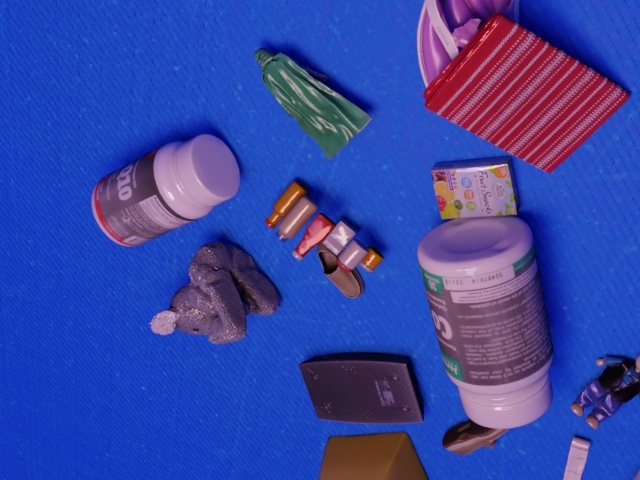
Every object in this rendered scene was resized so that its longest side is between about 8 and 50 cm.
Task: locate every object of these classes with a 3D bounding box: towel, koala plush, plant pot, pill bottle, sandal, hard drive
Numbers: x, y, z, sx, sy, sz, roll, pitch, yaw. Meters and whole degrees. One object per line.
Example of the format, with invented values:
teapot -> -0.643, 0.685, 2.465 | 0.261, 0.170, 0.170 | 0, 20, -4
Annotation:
towel -> 0.325, -0.230, 1.427 | 0.275, 0.031, 0.199 | 25, 131, -21
koala plush -> -0.243, 0.126, 1.899 | 0.221, 0.196, 0.203 | -30, 92, 37
plant pot -> 0.110, 0.576, 2.005 | 0.212, 0.187, 0.212 | -12, 114, 31
pill bottle -> -0.309, -0.102, 1.788 | 0.283, 0.161, 0.161 | -21, 109, 34
pill bottle -> 0.309, 0.148, 1.623 | 0.204, 0.204, 0.360 | -3, 118, 27
sandal -> 0.232, -0.372, 1.392 | 0.170, 0.102, 0.416 | 16, 126, 16
hard drive -> 0.092, 0.316, 1.931 | 0.255, 0.054, 0.171 | -5, 118, 28

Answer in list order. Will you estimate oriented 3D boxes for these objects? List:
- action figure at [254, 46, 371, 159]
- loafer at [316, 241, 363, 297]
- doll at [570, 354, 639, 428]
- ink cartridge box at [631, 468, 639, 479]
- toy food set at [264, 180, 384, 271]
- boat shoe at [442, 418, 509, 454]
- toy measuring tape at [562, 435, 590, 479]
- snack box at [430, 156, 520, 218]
action figure -> -0.027, -0.264, 1.611 | 0.232, 0.063, 0.137 | 41, 131, -8
loafer -> 0.033, 0.061, 1.798 | 0.056, 0.050, 0.148 | -25, 107, 35
doll -> 0.563, 0.277, 1.684 | 0.129, 0.046, 0.189 | 41, 123, 9
ink cartridge box -> 0.673, 0.564, 1.787 | 0.154, 0.093, 0.212 | 24, 126, 11
toy food set -> 0.000, 0.000, 1.716 | 0.232, 0.111, 0.104 | 41, 103, 1
boat shoe -> 0.341, 0.403, 1.869 | 0.072, 0.068, 0.190 | 37, 140, -15
toy measuring tape -> 0.502, 0.557, 1.851 | 0.122, 0.121, 0.330 | 15, 125, 17
snack box -> 0.275, -0.092, 1.592 | 0.141, 0.037, 0.100 | -3, 120, 27
